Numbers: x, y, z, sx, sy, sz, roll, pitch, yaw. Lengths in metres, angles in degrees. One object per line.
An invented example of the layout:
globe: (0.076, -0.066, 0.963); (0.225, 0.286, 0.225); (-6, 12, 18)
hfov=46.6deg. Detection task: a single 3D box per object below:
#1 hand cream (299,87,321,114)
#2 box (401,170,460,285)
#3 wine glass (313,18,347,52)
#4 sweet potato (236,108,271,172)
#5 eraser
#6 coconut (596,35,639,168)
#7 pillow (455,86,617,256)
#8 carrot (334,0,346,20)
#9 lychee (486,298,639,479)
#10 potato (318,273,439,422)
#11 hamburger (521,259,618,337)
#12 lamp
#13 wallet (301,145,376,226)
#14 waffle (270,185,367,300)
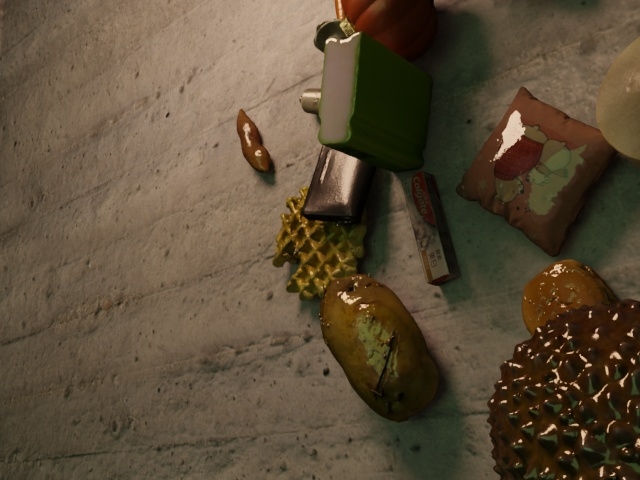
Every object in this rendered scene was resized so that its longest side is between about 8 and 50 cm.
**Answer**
hand cream: (0.031, -0.303, 1.631); (0.186, 0.054, 0.087); (11, 84, 35)
box: (0.207, -0.024, 1.399); (0.055, 0.039, 0.218); (-28, 62, 36)
wine glass: (0.049, -0.388, 1.577); (0.122, 0.122, 0.183); (-41, 44, 28)
sweet potato: (-0.167, -0.236, 1.794); (0.065, 0.051, 0.218); (-47, 51, 29)
eraser: (0.108, -0.248, 1.395); (0.092, 0.274, 0.210); (1, 82, 35)
coconut: (0.509, -0.190, 1.034); (0.241, 0.241, 0.241); (-13, 71, 40)
pillow: (0.363, -0.123, 1.248); (0.236, 0.084, 0.223); (42, 107, 37)
carrot: (0.058, -0.584, 1.674); (0.062, 0.066, 0.271); (-169, 91, -87)
lychee: (0.395, 0.252, 0.921); (0.380, 0.432, 0.381); (2, 98, 17)
potato: (0.102, 0.184, 1.374); (0.173, 0.140, 0.300); (-49, 55, 28)
hamburger: (0.389, 0.110, 1.168); (0.138, 0.083, 0.147); (-47, 49, 29)
lamp: (0.134, -0.453, 1.453); (0.196, 0.223, 0.223); (-35, 57, 15)
wallet: (0.047, -0.142, 1.528); (0.149, 0.044, 0.250); (6, 69, 35)
waffle: (0.001, 0.001, 1.573); (0.250, 0.056, 0.262); (3, 77, 42)
